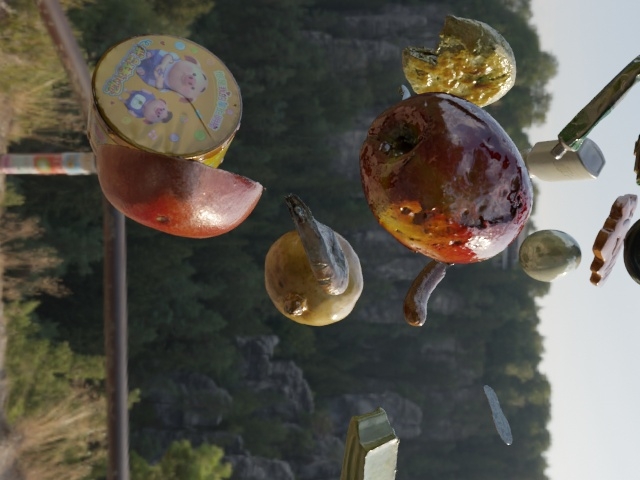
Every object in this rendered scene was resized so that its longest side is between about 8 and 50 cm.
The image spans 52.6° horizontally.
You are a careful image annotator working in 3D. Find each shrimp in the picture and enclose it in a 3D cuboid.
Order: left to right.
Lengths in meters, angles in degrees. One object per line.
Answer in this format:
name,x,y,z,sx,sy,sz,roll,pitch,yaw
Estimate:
shrimp,0.000,0.000,1.694,0.316,0.062,0.164,62,28,-22

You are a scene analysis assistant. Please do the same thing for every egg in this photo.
egg,0.650,0.042,1.830,0.209,0.151,0.151,167,-75,-79

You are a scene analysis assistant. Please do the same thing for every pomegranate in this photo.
pomegranate,-0.036,0.148,2.374,0.410,0.411,0.409,1,90,-78

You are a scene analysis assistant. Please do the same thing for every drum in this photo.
drum,-0.450,-0.359,1.855,0.214,0.432,0.430,133,-32,-58

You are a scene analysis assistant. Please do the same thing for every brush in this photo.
brush,0.314,-0.531,2.479,0.062,0.027,0.266,50,29,-19

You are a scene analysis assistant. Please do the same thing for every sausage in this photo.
sausage,0.353,0.185,2.261,0.076,0.103,0.302,54,45,-21

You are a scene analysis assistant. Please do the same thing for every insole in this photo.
insole,0.491,0.483,1.799,0.006,0.065,0.193,-49,-150,28

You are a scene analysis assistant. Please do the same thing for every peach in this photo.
peach,0.284,-0.116,1.452,0.417,0.339,0.353,37,13,-42

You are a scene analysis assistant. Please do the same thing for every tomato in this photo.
tomato,-0.290,-0.085,1.293,0.338,0.339,0.143,27,78,-77

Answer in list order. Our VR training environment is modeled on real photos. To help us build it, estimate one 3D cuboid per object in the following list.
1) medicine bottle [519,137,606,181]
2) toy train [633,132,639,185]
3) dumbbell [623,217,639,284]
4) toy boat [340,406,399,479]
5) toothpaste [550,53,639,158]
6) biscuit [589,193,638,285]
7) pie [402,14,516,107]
medicine bottle,0.824,-0.277,2.254,0.161,0.296,0.111,42,71,-22
toy train,0.683,-0.173,1.344,0.087,0.050,0.137,88,19,-69
dumbbell,0.809,0.035,1.457,0.290,0.192,0.191,-103,-168,-81
toy boat,0.099,0.480,1.339,0.111,0.084,0.276,-12,121,-36
toothpaste,0.526,-0.250,1.211,0.248,0.047,0.078,-51,-172,26
biscuit,0.801,0.014,1.780,0.284,0.043,0.306,-42,141,-36
pie,0.396,-0.480,1.810,0.337,0.338,0.075,71,36,-57
